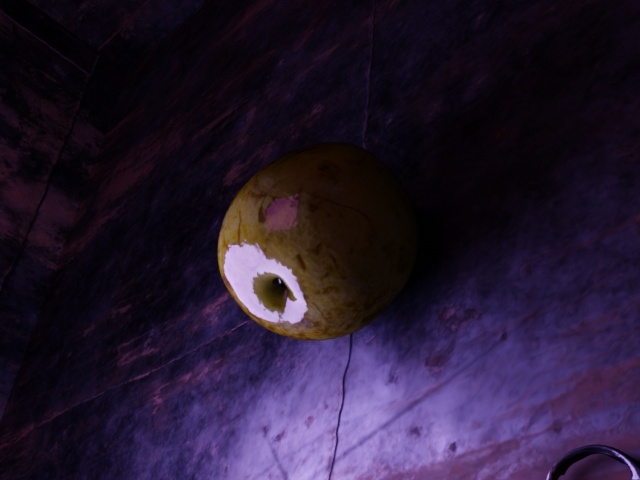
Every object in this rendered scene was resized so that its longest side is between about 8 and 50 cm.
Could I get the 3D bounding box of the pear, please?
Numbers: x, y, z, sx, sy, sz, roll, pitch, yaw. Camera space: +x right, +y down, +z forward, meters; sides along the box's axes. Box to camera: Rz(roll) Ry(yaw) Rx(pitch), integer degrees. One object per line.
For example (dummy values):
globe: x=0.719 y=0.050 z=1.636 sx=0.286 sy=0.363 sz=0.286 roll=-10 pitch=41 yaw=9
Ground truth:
pear: x=0.000 y=0.000 z=1.142 sx=0.284 sy=0.284 sz=0.283 roll=-35 pitch=36 yaw=30

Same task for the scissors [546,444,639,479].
scissors: x=0.323 y=0.219 z=0.701 sx=0.300 sy=0.022 sz=0.109 roll=-19 pitch=49 yaw=43
